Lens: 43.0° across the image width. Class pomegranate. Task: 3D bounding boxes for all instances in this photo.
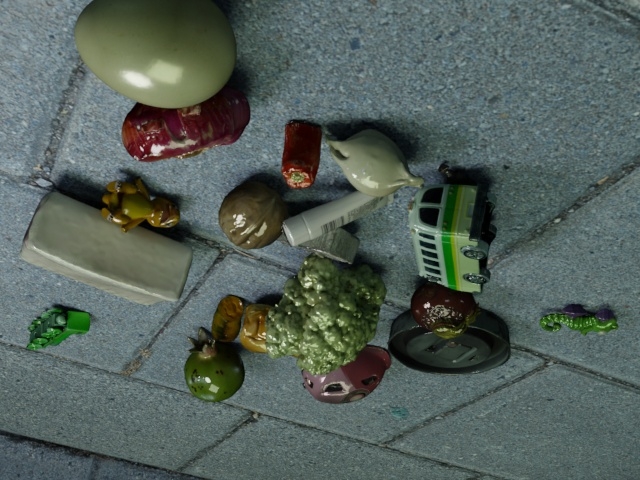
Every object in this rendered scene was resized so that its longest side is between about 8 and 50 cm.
[{"bbox_3d":[-0.313,0.357,2.345,0.181,0.181,0.224,-1,125,13],"label":"pomegranate"}]

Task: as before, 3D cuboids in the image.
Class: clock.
[{"bbox_3d":[0.340,0.269,2.154,0.325,0.067,0.325,5,148,3],"label":"clock"}]

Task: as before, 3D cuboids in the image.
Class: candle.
[{"bbox_3d":[0.000,0.000,1.741,0.192,0.068,0.168,17,176,-19],"label":"candle"}]

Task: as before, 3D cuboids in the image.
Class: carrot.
[{"bbox_3d":[-0.249,0.217,2.177,0.082,0.082,0.173,12,149,-8],"label":"carrot"}]

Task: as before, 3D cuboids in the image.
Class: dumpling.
[{"bbox_3d":[0.099,-0.145,1.525,0.111,0.181,0.155,-38,171,5],"label":"dumpling"}]

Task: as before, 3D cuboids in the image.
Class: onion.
[{"bbox_3d":[-0.236,-0.225,1.407,0.229,0.163,0.230,-10,-175,1],"label":"onion"}]

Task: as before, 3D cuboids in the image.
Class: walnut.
[{"bbox_3d":[-0.140,-0.050,1.684,0.140,0.140,0.162,26,133,-27],"label":"walnut"}]

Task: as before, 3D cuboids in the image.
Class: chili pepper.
[{"bbox_3d":[-0.038,-0.156,1.502,0.073,0.123,0.070,26,145,-31],"label":"chili pepper"}]

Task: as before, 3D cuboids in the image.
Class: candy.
[{"bbox_3d":[-0.483,0.027,1.824,0.358,0.145,0.208,24,163,-24],"label":"candy"}]

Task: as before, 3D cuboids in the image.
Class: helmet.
[{"bbox_3d":[0.069,0.396,2.338,0.253,0.154,0.198,6,147,11],"label":"helmet"}]

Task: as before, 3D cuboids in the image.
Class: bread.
[{"bbox_3d":[-0.062,0.242,2.105,0.294,0.132,0.167,8,173,-5],"label":"bread"}]

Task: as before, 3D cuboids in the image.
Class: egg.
[{"bbox_3d":[-0.254,-0.303,1.251,0.253,0.189,0.189,10,148,3],"label":"egg"}]

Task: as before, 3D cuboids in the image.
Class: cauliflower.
[{"bbox_3d":[-0.008,0.154,1.894,0.281,0.327,0.260,41,144,31],"label":"cauliflower"}]

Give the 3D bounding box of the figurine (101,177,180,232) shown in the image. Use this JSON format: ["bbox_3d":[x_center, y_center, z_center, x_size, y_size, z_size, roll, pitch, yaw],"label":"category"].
[{"bbox_3d":[-0.390,-0.070,1.758,0.176,0.121,0.122,16,177,-31],"label":"figurine"}]

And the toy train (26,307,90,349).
[{"bbox_3d":[-0.766,0.260,2.356,0.119,0.085,0.251,10,155,-34],"label":"toy train"}]

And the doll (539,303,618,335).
[{"bbox_3d":[0.640,0.203,2.008,0.190,0.050,0.115,5,141,7],"label":"doll"}]

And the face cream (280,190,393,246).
[{"bbox_3d":[0.040,-0.058,1.637,0.243,0.058,0.092,-23,151,-10],"label":"face cream"}]

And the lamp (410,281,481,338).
[{"bbox_3d":[0.292,0.167,1.938,0.157,0.135,0.156,-13,142,32],"label":"lamp"}]

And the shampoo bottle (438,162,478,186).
[{"bbox_3d":[0.283,-0.111,1.600,0.137,0.027,0.048,30,149,-32],"label":"shampoo bottle"}]

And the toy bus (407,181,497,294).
[{"bbox_3d":[0.270,-0.003,1.649,0.164,0.134,0.276,8,155,15],"label":"toy bus"}]
